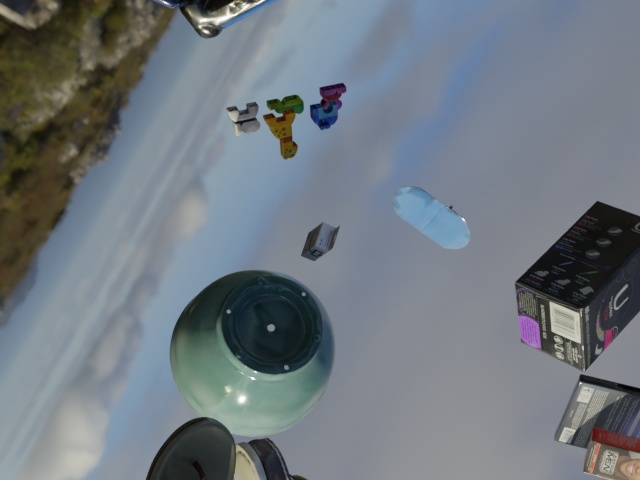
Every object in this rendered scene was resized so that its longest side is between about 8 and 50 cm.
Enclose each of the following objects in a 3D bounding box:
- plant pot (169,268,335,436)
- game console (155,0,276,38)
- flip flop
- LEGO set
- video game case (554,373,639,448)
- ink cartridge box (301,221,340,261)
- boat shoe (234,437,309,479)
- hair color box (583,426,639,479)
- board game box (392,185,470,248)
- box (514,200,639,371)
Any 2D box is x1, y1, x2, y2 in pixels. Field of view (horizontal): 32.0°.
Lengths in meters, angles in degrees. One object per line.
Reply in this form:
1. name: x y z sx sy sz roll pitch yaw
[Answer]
1. plant pot: -0.100 0.170 1.910 0.293 0.293 0.196 -64 -177 -26
2. game console: -0.074 -0.314 0.869 0.250 0.173 0.293 -22 -143 30
3. flip flop: -0.164 0.336 1.271 0.080 0.112 0.277 -4 -128 50
4. LEGO set: -0.048 -0.207 2.040 0.087 0.227 0.093 -123 -155 -52
5. video game case: 0.623 0.366 2.213 0.026 0.274 0.196 -73 174 -47
6. ink cartridge box: 0.000 0.000 1.916 0.083 0.028 0.048 -36 -147 61
7. boat shoe: -0.045 0.380 1.539 0.116 0.097 0.324 48 -25 49
8. hair color box: 0.522 0.372 1.887 0.043 0.141 0.071 -57 157 -61
9. board game box: 0.218 -0.054 2.120 0.033 0.169 0.133 -54 177 -26
10. box: 0.493 0.080 2.036 0.270 0.143 0.165 -40 136 -29
